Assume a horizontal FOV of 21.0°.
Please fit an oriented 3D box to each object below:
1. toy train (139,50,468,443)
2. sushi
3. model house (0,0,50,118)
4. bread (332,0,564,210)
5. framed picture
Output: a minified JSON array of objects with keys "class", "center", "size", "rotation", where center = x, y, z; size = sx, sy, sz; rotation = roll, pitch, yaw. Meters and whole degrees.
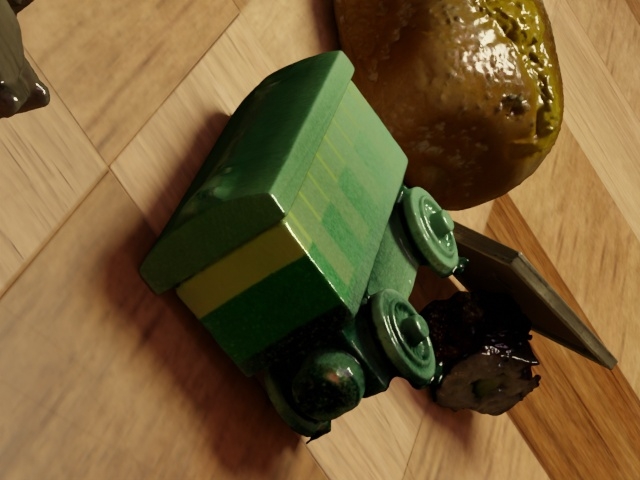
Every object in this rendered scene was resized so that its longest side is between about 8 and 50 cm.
[{"class":"toy train","center":[0.000,0.000,1.220],"size":[0.202,0.120,0.301],"rotation":[53,25,-15]},{"class":"sushi","center":[0.126,0.096,1.427],"size":[0.094,0.098,0.084],"rotation":[16,45,-34]},{"class":"model house","center":[-0.216,-0.166,0.972],"size":[0.188,0.122,0.229],"rotation":[45,41,-61]},{"class":"bread","center":[0.124,-0.176,1.582],"size":[0.195,0.176,0.246],"rotation":[38,33,-46]},{"class":"framed picture","center":[0.150,0.033,1.459],"size":[0.150,0.015,0.203],"rotation":[45,-8,-29]}]
